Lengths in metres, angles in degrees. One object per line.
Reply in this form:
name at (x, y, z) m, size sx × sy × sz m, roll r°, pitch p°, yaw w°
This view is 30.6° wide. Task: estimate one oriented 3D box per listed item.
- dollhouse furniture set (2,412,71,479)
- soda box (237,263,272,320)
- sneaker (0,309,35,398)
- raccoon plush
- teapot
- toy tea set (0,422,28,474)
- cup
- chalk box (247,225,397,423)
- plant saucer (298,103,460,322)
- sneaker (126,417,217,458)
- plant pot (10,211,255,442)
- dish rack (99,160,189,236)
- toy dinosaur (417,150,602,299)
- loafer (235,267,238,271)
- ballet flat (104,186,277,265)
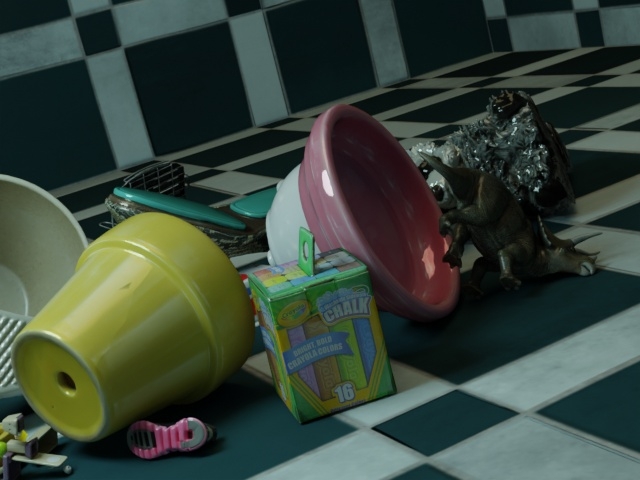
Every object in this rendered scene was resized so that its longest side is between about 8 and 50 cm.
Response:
dollhouse furniture set at (-0.333, 0.246, 1.460) m, size 0.081 × 0.091 × 0.114 m, roll 5°, pitch 15°, yaw 12°
soda box at (-0.155, 0.106, 1.834) m, size 0.216 × 0.069 × 0.074 m, roll -26°, pitch 18°, yaw -37°
sneaker at (-0.442, 0.171, 1.648) m, size 0.365 × 0.135 × 0.150 m, roll 7°, pitch -24°, yaw -28°
raccoon plush at (0.289, -0.087, 2.089) m, size 0.299 × 0.216 × 0.446 m, roll -24°, pitch -19°, yaw 17°
teapot at (0.000, 0.000, 1.811) m, size 0.187 × 0.253 × 0.256 m, roll -27°, pitch -4°, yaw 20°
toy tea set at (-0.527, 0.239, 1.558) m, size 0.200 × 0.124 × 0.336 m, roll -21°, pitch 16°, yaw -26°
cup at (-0.550, 0.086, 1.904) m, size 0.331 × 0.331 × 0.237 m, roll -20°, pitch -10°, yaw -24°
chalk box at (-0.006, 0.091, 1.438) m, size 0.132 × 0.213 × 0.132 m, roll -17°, pitch 14°, yaw -10°
plant saucer at (0.076, -0.029, 1.647) m, size 0.084 × 0.332 × 0.332 m, roll -28°, pitch 7°, yaw 26°
sneaker at (-0.177, 0.237, 1.415) m, size 0.119 × 0.047 × 0.057 m, roll -6°, pitch -6°, yaw 26°
plant pot at (-0.250, 0.126, 1.492) m, size 0.254 × 0.254 × 0.239 m, roll -3°, pitch 25°, yaw 38°
dish rack at (-0.303, 0.001, 2.007) m, size 0.074 × 0.272 × 0.208 m, roll 13°, pitch 26°, yaw 26°
toy dinosaur at (0.242, -0.023, 1.674) m, size 0.160 × 0.313 × 0.121 m, roll -55°, pitch 9°, yaw -35°
loafer at (-0.231, 0.075, 2.015) m, size 0.080 × 0.078 × 0.220 m, roll 21°, pitch 16°, yaw 38°
ballet flat at (-0.157, 0.005, 1.939) m, size 0.164 × 0.182 × 0.482 m, roll 23°, pitch 17°, yaw 37°
